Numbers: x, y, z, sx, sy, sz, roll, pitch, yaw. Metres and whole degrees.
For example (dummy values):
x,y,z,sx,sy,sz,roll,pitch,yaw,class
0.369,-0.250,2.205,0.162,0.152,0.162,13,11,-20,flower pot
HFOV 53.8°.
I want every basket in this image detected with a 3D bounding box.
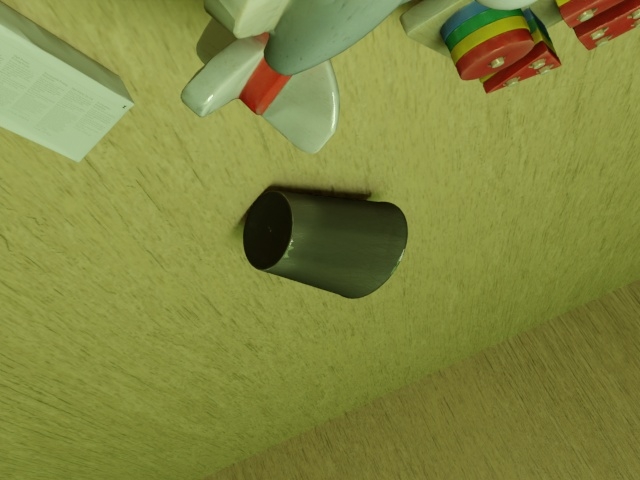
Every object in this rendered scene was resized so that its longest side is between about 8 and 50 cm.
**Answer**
x,y,z,sx,sy,sz,roll,pitch,yaw,class
0.000,0.000,1.048,0.227,0.154,0.204,12,133,-42,basket

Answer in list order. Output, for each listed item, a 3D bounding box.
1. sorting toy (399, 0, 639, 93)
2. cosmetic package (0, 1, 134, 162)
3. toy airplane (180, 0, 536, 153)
x,y,z,sx,sy,sz,roll,pitch,yaw,class
0.264,-0.264,0.743,0.256,0.089,0.257,-24,173,30,sorting toy
-0.309,-0.170,0.617,0.099,0.060,0.239,-39,148,14,cosmetic package
0.048,-0.232,0.489,0.384,0.273,0.386,90,24,-75,toy airplane
